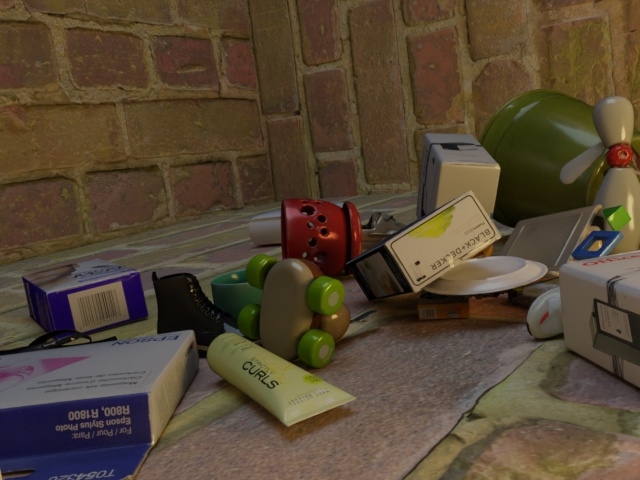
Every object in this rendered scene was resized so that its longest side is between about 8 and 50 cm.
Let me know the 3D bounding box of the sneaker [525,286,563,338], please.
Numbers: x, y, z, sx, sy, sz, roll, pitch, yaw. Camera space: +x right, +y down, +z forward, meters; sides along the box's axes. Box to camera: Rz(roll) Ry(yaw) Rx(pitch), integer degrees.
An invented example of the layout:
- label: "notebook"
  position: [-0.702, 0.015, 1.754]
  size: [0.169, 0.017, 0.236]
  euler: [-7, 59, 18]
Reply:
- label: "sneaker"
  position: [0.356, 0.086, 0.850]
  size: [0.161, 0.057, 0.075]
  euler: [-22, 5, -9]

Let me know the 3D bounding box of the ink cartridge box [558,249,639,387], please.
- label: "ink cartridge box"
  position: [0.418, 0.085, 0.683]
  size: [0.198, 0.114, 0.273]
  euler: [-9, 8, -7]

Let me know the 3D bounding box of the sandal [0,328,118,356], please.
- label: "sandal"
  position: [-0.465, 0.184, 1.050]
  size: [0.255, 0.054, 0.097]
  euler: [-8, 8, 2]

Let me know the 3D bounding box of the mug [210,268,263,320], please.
- label: "mug"
  position: [-0.115, 0.109, 1.088]
  size: [0.130, 0.097, 0.158]
  euler: [-10, 9, -16]

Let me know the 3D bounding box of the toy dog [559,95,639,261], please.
- label: "toy dog"
  position: [0.578, -0.092, 1.236]
  size: [0.220, 0.333, 0.161]
  euler: [20, -2, 13]

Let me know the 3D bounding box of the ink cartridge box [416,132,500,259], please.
- label: "ink cartridge box"
  position: [0.308, -0.110, 1.478]
  size: [0.129, 0.223, 0.307]
  euler: [3, 21, 1]

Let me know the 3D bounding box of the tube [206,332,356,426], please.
- label: "tube"
  position: [-0.063, 0.169, 0.782]
  size: [0.070, 0.062, 0.240]
  euler: [-54, 32, -15]

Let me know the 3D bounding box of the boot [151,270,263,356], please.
- label: "boot"
  position: [-0.172, 0.110, 0.999]
  size: [0.198, 0.137, 0.077]
  euler: [-6, 8, 6]

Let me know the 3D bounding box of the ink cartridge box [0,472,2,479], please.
- label: "ink cartridge box"
  position: [-0.366, 0.187, 0.450]
  size: [0.198, 0.197, 0.270]
  euler: [-15, 10, -42]

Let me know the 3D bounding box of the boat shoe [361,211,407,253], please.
- label: "boat shoe"
  position: [0.159, -0.016, 1.622]
  size: [0.341, 0.110, 0.121]
  euler: [-9, 8, -8]

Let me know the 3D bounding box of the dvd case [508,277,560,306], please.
- label: "dvd case"
  position: [0.445, 0.085, 0.979]
  size: [0.180, 0.022, 0.253]
  euler: [-12, 9, -27]

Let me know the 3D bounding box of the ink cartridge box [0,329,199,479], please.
- label: "ink cartridge box"
  position: [-0.341, 0.202, 0.780]
  size: [0.324, 0.071, 0.330]
  euler: [-7, 7, 1]

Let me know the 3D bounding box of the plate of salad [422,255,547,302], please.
- label: "plate of salad"
  position: [0.260, 0.066, 1.016]
  size: [0.200, 0.048, 0.200]
  euler: [-10, 9, 2]

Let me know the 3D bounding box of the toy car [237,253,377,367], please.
- label: "toy car"
  position: [-0.001, 0.099, 0.957]
  size: [0.155, 0.148, 0.188]
  euler: [17, 10, 39]

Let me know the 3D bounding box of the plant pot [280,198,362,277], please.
- label: "plant pot"
  position: [0.000, 0.000, 1.437]
  size: [0.174, 0.191, 0.191]
  euler: [-1, 8, -6]

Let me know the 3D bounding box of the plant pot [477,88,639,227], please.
- label: "plant pot"
  position: [0.604, -0.152, 1.484]
  size: [0.367, 0.366, 0.353]
  euler: [-10, 21, -14]

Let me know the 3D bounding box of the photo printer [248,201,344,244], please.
- label: "photo printer"
  position: [-0.048, -0.059, 2.117]
  size: [0.308, 0.107, 0.256]
  euler: [-4, 9, 26]

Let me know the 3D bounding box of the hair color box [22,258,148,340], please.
- label: "hair color box"
  position: [-0.521, 0.118, 1.380]
  size: [0.185, 0.110, 0.339]
  euler: [-14, 9, -32]

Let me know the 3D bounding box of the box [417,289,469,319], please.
- label: "box"
  position: [0.210, 0.102, 1.071]
  size: [0.081, 0.028, 0.136]
  euler: [-5, 7, 14]

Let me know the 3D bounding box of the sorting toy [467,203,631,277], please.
- label: "sorting toy"
  position: [0.408, 0.018, 1.168]
  size: [0.196, 0.047, 0.348]
  euler: [-47, 17, -28]

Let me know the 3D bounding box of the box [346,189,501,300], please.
- label: "box"
  position: [0.160, 0.019, 1.070]
  size: [0.169, 0.087, 0.290]
  euler: [-31, -2, -11]
